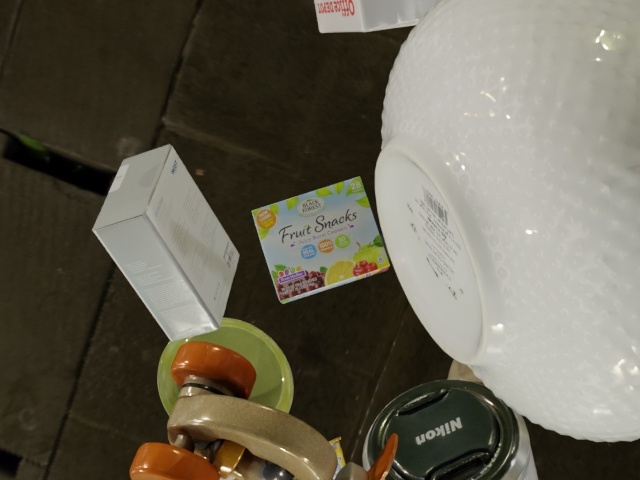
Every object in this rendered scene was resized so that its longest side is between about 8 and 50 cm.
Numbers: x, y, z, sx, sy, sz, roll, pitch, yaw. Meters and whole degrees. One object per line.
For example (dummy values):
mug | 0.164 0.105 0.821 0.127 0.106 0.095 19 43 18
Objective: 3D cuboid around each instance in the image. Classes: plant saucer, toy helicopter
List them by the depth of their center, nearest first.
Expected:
toy helicopter | -0.037 0.254 1.016 0.235 0.355 0.140 10 58 13
plant saucer | -0.163 0.244 1.696 0.241 0.037 0.241 2 103 8

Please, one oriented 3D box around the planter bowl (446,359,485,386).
planter bowl | 0.287 0.200 1.566 0.162 0.162 0.109 9 68 7

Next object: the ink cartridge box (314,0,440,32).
ink cartridge box | 0.050 -0.366 1.041 0.117 0.201 0.278 -13 104 -11

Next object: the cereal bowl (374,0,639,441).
cereal bowl | 0.133 -0.012 0.673 0.141 0.339 0.339 -20 92 -13

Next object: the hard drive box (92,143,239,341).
hard drive box | -0.224 0.004 1.469 0.089 0.181 0.232 -16 124 18

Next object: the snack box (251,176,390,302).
snack box | 0.000 0.000 1.753 0.207 0.070 0.174 -17 81 -2

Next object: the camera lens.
camera lens | 0.188 0.344 1.331 0.219 0.219 0.274 -13 129 9

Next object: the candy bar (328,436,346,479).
candy bar | 0.025 0.356 1.532 0.040 0.018 0.161 -18 134 -4
